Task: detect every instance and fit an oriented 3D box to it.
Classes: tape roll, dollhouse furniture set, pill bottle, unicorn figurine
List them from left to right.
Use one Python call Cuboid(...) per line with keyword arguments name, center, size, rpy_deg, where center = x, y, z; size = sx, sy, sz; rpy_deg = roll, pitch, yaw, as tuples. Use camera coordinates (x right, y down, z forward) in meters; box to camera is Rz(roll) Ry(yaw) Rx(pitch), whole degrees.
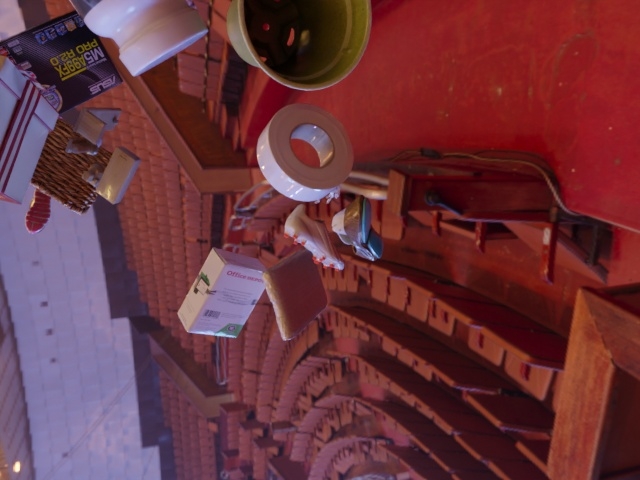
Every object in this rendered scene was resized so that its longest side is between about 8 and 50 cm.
Cuboid(name="pill bottle", center=(-0.372, -0.503, 0.892), size=(0.363, 0.210, 0.210), rpy_deg=(58, 175, -21))
Cuboid(name="dollhouse furniture set", center=(-0.451, -0.190, 1.103), size=(0.144, 0.151, 0.123), rpy_deg=(-55, -3, 20))
Cuboid(name="tape roll", center=(-0.043, -0.266, 1.505), size=(0.100, 0.286, 0.286), rpy_deg=(-34, 61, 58))
Cuboid(name="unicorn figurine", center=(0.010, -0.185, 1.878), size=(0.060, 0.162, 0.111), rpy_deg=(50, 140, 19))

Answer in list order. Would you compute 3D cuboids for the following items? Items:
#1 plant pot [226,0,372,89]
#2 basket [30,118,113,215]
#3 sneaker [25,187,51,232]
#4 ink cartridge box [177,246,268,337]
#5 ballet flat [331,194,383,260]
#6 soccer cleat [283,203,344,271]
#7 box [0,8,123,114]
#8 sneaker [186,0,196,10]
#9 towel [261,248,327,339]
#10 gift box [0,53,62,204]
Cuboid(name="plant pot", center=(-0.077, -0.456, 1.037), size=(0.254, 0.276, 0.276), rpy_deg=(31, 126, 59))
Cuboid(name="basket", center=(-0.823, -0.238, 1.556), size=(0.213, 0.299, 0.223), rpy_deg=(0, 58, 57))
Cuboid(name="sneaker", center=(-0.854, -0.085, 1.518), size=(0.075, 0.063, 0.170), rpy_deg=(-48, 41, 44))
Cuboid(name="ink cartridge box", center=(-0.255, 0.142, 1.337), size=(0.092, 0.160, 0.219), rpy_deg=(43, 107, 44))
Cuboid(name="ballet flat", center=(0.105, -0.033, 1.505), size=(0.342, 0.124, 0.116), rpy_deg=(54, -134, -64))
Cuboid(name="soccer cleat", center=(0.000, 0.000, 1.049), size=(0.068, 0.196, 0.076), rpy_deg=(11, 68, 43))
Cuboid(name="box", center=(-0.718, -0.476, 1.366), size=(0.060, 0.270, 0.216), rpy_deg=(24, 144, 47))
Cuboid(name="sneaker", center=(-0.458, -0.713, 1.502), size=(0.190, 0.071, 0.083), rpy_deg=(-52, -33, -41))
Cuboid(name="towel", center=(-0.065, 0.135, 1.355), size=(0.282, 0.049, 0.187), rpy_deg=(-29, -79, -66))
Cuboid(name="gift box", center=(-0.669, -0.233, 0.970), size=(0.255, 0.276, 0.258), rpy_deg=(132, 150, -75))
